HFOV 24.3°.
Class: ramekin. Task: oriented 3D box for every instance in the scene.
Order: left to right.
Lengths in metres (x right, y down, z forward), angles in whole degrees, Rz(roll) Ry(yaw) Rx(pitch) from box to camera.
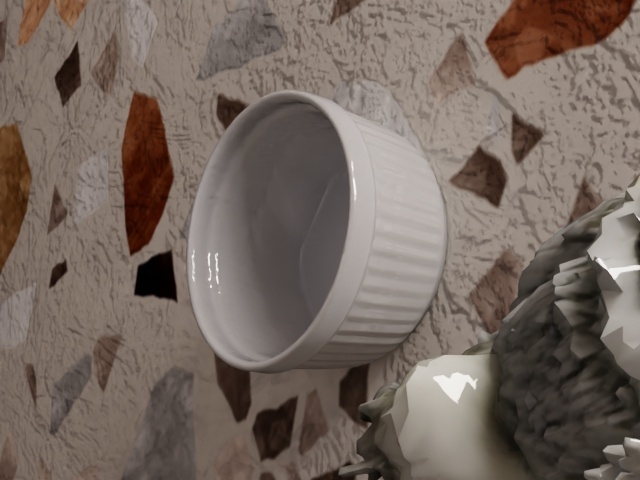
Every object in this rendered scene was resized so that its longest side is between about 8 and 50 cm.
[{"bbox_3d":[0.000,0.000,1.103,0.207,0.109,0.207,-18,66,49],"label":"ramekin"}]

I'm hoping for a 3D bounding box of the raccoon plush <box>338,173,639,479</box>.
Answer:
[{"bbox_3d":[0.157,0.177,0.346,0.299,0.216,0.446,2,87,40],"label":"raccoon plush"}]
